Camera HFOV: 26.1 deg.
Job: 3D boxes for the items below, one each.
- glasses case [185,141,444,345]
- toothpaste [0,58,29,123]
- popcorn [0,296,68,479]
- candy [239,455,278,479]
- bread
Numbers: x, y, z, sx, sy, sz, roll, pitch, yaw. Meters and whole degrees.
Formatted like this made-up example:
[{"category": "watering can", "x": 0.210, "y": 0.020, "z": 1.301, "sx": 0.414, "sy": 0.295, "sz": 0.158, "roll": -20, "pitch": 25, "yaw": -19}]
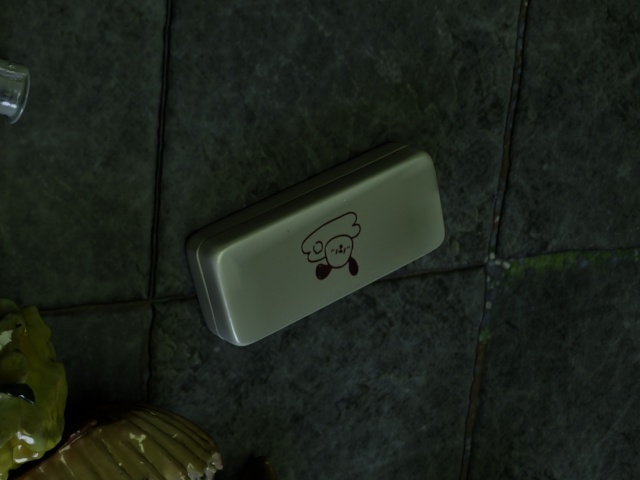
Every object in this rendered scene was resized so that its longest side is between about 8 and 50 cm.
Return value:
[{"category": "glasses case", "x": 0.000, "y": 0.000, "z": 1.602, "sx": 0.313, "sy": 0.070, "sz": 0.131, "roll": -26, "pitch": 118, "yaw": -26}, {"category": "toothpaste", "x": -0.425, "y": -0.169, "z": 1.252, "sx": 0.323, "sy": 0.066, "sz": 0.100, "roll": 12, "pitch": 102, "yaw": -33}, {"category": "popcorn", "x": -0.360, "y": 0.136, "z": 1.292, "sx": 0.249, "sy": 0.225, "sz": 0.249, "roll": 6, "pitch": 78, "yaw": -28}, {"category": "candy", "x": -0.120, "y": 0.364, "z": 1.566, "sx": 0.271, "sy": 0.101, "sz": 0.143, "roll": -30, "pitch": 94, "yaw": -49}, {"category": "bread", "x": -0.230, "y": 0.262, "z": 1.428, "sx": 0.274, "sy": 0.274, "sz": 0.149, "roll": -32, "pitch": 91, "yaw": -23}]
